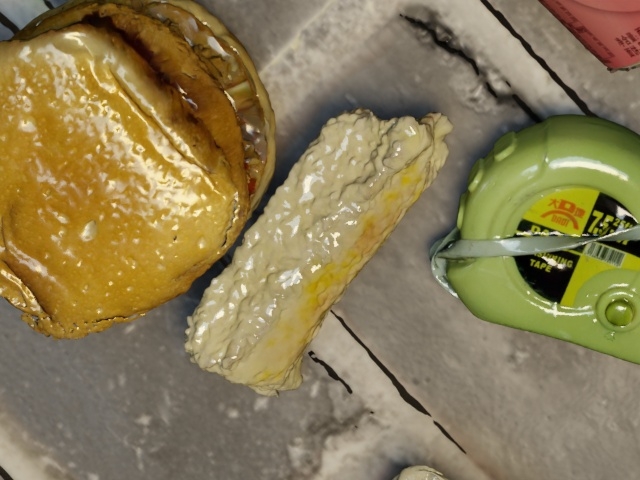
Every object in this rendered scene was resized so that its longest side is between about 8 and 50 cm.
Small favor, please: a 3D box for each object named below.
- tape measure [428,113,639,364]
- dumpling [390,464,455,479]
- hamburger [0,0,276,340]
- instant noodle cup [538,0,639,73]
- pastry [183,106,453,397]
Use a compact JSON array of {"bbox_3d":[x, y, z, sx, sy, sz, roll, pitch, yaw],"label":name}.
[{"bbox_3d":[0.185,-0.004,1.448,0.200,0.106,0.175,14,113,4],"label":"tape measure"},{"bbox_3d":[0.098,0.266,1.479,0.172,0.142,0.247,14,128,2],"label":"dumpling"},{"bbox_3d":[-0.156,-0.061,1.435,0.244,0.163,0.244,2,108,5],"label":"hamburger"},{"bbox_3d":[0.187,-0.262,1.362,0.244,0.244,0.255,-40,103,8],"label":"instant noodle cup"},{"bbox_3d":[-0.003,0.002,1.450,0.089,0.121,0.258,35,101,13],"label":"pastry"}]
